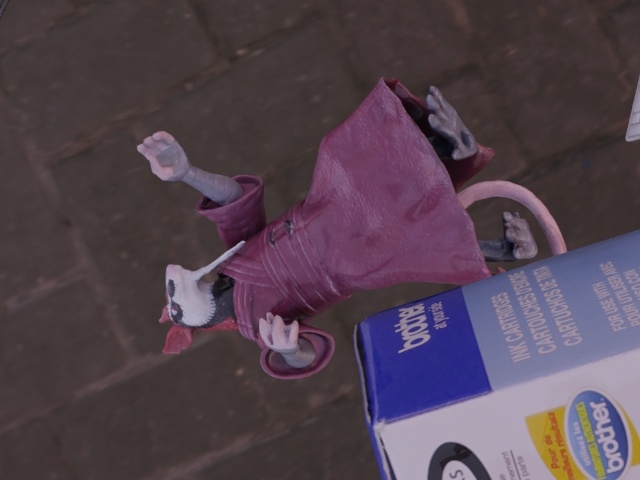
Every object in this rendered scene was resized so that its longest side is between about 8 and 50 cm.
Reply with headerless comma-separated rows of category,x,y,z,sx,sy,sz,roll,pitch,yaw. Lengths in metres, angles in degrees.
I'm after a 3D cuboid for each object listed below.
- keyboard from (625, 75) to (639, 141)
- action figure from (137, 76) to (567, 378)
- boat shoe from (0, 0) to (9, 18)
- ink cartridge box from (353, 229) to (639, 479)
keyboard,0.313,-0.209,1.491,0.014,0.072,0.256,22,76,-28
action figure,0.000,0.000,1.613,0.370,0.275,0.248,-29,67,25
boat shoe,-0.230,-0.248,1.370,0.076,0.080,0.228,29,115,-26
ink cartridge box,0.182,0.131,0.744,0.395,0.151,0.270,-18,104,3
